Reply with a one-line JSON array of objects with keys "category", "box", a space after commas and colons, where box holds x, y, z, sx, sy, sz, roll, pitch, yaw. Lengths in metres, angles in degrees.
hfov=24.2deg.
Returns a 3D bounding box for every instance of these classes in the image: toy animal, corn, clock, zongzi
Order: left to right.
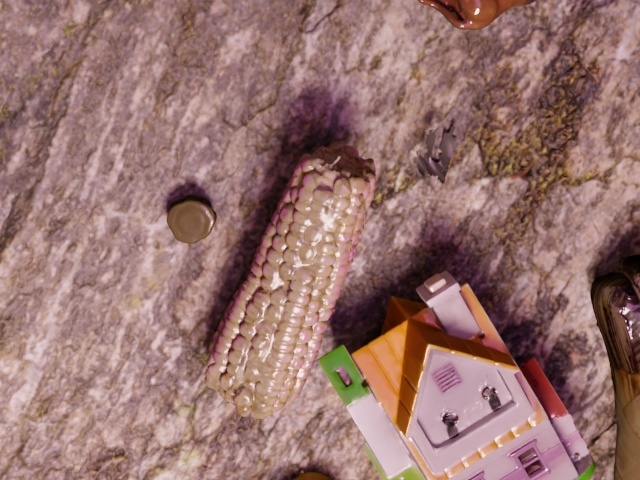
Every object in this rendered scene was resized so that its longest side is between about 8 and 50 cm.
[{"category": "corn", "box": [-0.028, 0.050, 1.716, 0.126, 0.127, 0.335, 21, 110, -15]}, {"category": "clock", "box": [0.153, 0.191, 1.789, 0.235, 0.166, 0.310, -31, 114, -2]}, {"category": "toy animal", "box": [0.233, -0.320, 1.735, 0.229, 0.066, 0.224, 37, 75, -7]}, {"category": "zongzi", "box": [0.382, 0.208, 1.848, 0.289, 0.154, 0.317, 43, 98, -9]}]

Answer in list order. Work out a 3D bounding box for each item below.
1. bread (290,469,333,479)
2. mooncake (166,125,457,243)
[{"category": "bread", "box": [-0.076, 0.374, 1.826, 0.245, 0.094, 0.102, -24, 112, -5]}, {"category": "mooncake", "box": [-0.004, -0.065, 1.752, 0.346, 0.057, 0.150, 0, 116, -14]}]
